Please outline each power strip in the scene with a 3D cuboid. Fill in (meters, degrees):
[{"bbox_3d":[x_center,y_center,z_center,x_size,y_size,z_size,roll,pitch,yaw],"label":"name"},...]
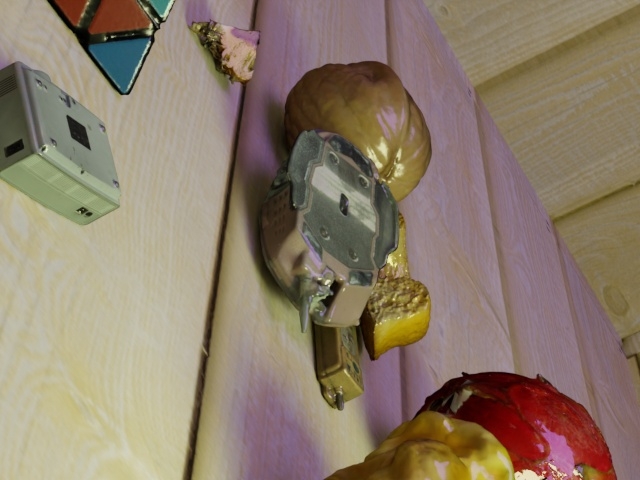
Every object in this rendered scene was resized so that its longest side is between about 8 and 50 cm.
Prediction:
[{"bbox_3d":[0.022,0.116,2.023,0.064,0.044,0.305,54,20,-34],"label":"power strip"}]

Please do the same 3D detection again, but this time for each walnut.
[{"bbox_3d":[0.055,-0.164,2.248,0.225,0.225,0.261,49,9,-42],"label":"walnut"}]

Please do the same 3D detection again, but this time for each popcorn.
[{"bbox_3d":[0.094,0.329,1.592,0.316,0.281,0.297,26,70,-43],"label":"popcorn"}]

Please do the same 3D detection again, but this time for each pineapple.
[{"bbox_3d":[-0.132,-0.281,2.103,0.114,0.077,0.114,32,29,-38],"label":"pineapple"}]

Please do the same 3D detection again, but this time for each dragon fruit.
[{"bbox_3d":[0.246,0.322,1.999,0.302,0.295,0.295,40,22,-11],"label":"dragon fruit"}]

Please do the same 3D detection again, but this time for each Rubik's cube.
[{"bbox_3d":[-0.292,-0.310,1.682,0.234,0.284,0.250,14,84,-45],"label":"Rubik's cube"}]

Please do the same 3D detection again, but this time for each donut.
[{"bbox_3d":[0.090,0.076,2.140,0.259,0.101,0.152,-106,-170,-46],"label":"donut"}]

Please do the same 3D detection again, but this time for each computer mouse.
[{"bbox_3d":[-0.004,0.002,1.995,0.199,0.115,0.389,34,40,-21],"label":"computer mouse"}]

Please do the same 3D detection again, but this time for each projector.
[{"bbox_3d":[-0.259,-0.095,1.452,0.147,0.061,0.115,38,29,-58],"label":"projector"}]
